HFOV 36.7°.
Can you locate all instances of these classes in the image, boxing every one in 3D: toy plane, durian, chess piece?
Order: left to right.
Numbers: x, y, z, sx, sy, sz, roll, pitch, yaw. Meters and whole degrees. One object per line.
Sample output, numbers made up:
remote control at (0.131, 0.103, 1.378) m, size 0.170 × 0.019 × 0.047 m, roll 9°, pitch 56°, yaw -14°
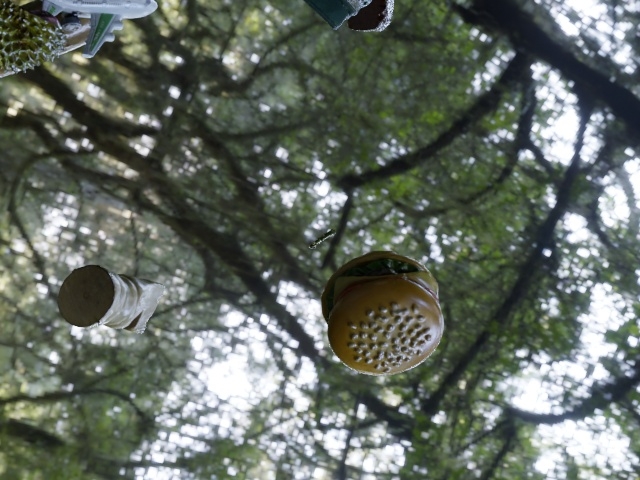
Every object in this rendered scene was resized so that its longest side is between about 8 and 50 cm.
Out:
durian at (-0.503, -0.346, 1.685) m, size 0.187 × 0.108 × 0.119 m, roll 59°, pitch 42°, yaw -80°
toy plane at (-0.438, -0.467, 1.880) m, size 0.101 × 0.255 × 0.251 m, roll -17°, pitch -101°, yaw 47°
chess piece at (-0.428, 0.128, 2.074) m, size 0.137 × 0.301 × 0.137 m, roll -2°, pitch -97°, yaw 18°

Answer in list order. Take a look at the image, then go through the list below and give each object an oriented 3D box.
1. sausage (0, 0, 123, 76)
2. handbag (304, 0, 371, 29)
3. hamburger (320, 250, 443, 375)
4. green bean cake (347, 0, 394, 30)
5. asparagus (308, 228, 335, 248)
sausage at (-0.604, -0.423, 1.982) m, size 0.500 × 0.136 × 0.123 m, roll -25°, pitch -110°, yaw -5°
handbag at (0.017, -0.516, 1.623) m, size 0.089 × 0.238 × 0.326 m, roll -31°, pitch -159°, yaw 41°
hamburger at (0.080, 0.093, 1.217) m, size 0.162 × 0.162 × 0.115 m, roll -52°, pitch -155°, yaw 24°
green bean cake at (0.127, -0.621, 2.326) m, size 0.198 × 0.097 × 0.233 m, roll -42°, pitch 135°, yaw -75°
asparagus at (0.000, 0.000, 2.133) m, size 0.016 × 0.016 × 0.163 m, roll 58°, pitch -23°, yaw 2°
